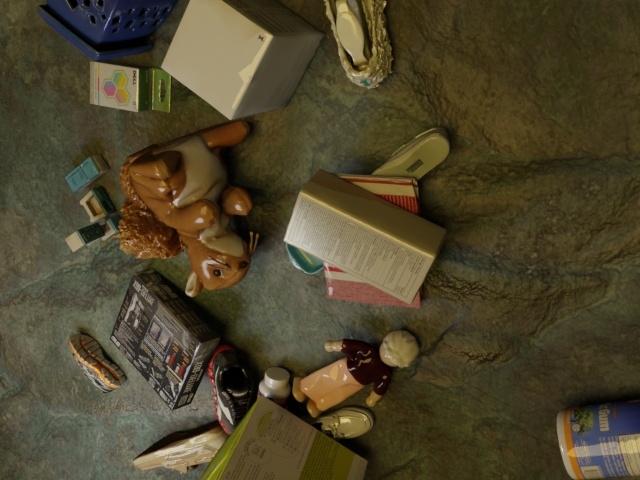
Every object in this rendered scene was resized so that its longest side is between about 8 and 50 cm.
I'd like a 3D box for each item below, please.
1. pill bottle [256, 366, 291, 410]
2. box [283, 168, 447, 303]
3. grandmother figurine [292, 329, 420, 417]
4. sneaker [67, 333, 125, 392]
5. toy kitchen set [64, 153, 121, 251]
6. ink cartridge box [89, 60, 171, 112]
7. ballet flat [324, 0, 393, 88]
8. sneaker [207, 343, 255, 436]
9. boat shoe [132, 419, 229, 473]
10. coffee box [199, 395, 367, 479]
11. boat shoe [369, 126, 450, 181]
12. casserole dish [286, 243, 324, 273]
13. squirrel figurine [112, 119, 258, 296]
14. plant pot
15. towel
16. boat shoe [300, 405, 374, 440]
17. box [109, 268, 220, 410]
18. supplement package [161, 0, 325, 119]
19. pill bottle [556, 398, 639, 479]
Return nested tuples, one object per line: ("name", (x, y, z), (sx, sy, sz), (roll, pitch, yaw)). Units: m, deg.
("pill bottle", (-0.125, 0.415, 1.857), (0.086, 0.086, 0.152), (18, 113, 19))
("box", (0.095, -0.010, 1.507), (0.311, 0.121, 0.148), (27, 126, 6))
("grandmother figurine", (0.089, 0.313, 1.728), (0.342, 0.104, 0.208), (-31, 118, 26))
("sneaker", (-0.682, 0.372, 2.107), (0.215, 0.084, 0.083), (49, 124, 3))
("toy kitchen set", (-0.626, -0.102, 1.884), (0.122, 0.166, 0.207), (-30, 92, 29))
("ink cartridge box", (-0.484, -0.388, 1.790), (0.209, 0.062, 0.109), (14, 110, 20))
("ballet flat", (0.063, -0.519, 1.459), (0.146, 0.147, 0.409), (-11, 100, 27))
("sneaker", (-0.227, 0.418, 1.876), (0.135, 0.097, 0.276), (12, 116, 63))
("boat shoe", (-0.397, 0.617, 2.026), (0.341, 0.121, 0.110), (-24, 94, 27))
("coffee box", (-0.134, 0.662, 1.732), (0.334, 0.338, 0.338), (32, 125, -3))
("boat shoe", (0.192, -0.166, 1.539), (0.227, 0.081, 0.079), (-35, 107, 33))
("casserole dish", (0.000, 0.000, 1.701), (0.188, 0.037, 0.114), (-40, 87, 30))
("squirrel figurine", (-0.324, -0.058, 1.743), (0.396, 0.281, 0.371), (-3, 115, 40))
("plant pot", (-0.505, -0.563, 1.656), (0.236, 0.236, 0.212), (38, 123, 9))
("towel", (0.112, 0.001, 1.604), (0.236, 0.037, 0.329), (5, 121, 20))
("boat shoe", (0.029, 0.487, 1.814), (0.226, 0.076, 0.083), (-19, 97, 28))
("box", (-0.430, 0.265, 1.914), (0.307, 0.076, 0.243), (39, 118, 27))
("supplement package", (-0.160, -0.409, 1.519), (0.198, 0.262, 0.199), (37, 117, 10))
("pill bottle", (0.646, 0.408, 1.462), (0.271, 0.152, 0.152), (-16, 99, 27))
